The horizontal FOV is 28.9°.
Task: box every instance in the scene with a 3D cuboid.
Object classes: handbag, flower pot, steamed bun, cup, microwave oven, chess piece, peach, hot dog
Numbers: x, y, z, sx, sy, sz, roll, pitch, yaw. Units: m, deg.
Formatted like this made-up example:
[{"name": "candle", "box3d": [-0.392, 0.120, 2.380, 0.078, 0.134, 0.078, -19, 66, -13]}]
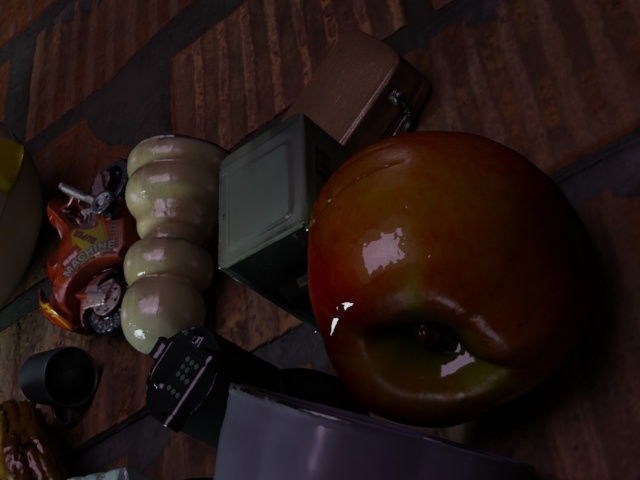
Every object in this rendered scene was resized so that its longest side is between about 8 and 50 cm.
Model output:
[{"name": "handbag", "box3d": [0.034, -0.141, 1.436, 0.193, 0.072, 0.151, -55, 37, -4]}, {"name": "flower pot", "box3d": [0.017, 0.262, 1.022, 0.265, 0.265, 0.243, 11, 81, 50]}, {"name": "steamed bun", "box3d": [-0.570, -0.018, 1.789, 0.334, 0.334, 0.374, 7, 74, 49]}, {"name": "cup", "box3d": [-0.335, 0.187, 1.584, 0.077, 0.078, 0.100, -10, 86, 48]}, {"name": "microwave oven", "box3d": [0.000, 0.000, 1.256, 0.129, 0.205, 0.163, -27, 44, 30]}, {"name": "chess piece", "box3d": [-0.181, 0.013, 1.504, 0.143, 0.143, 0.261, -19, 54, 37]}, {"name": "peach", "box3d": [0.119, 0.021, 1.111, 0.245, 0.248, 0.274, -3, 37, 7]}, {"name": "hot dog", "box3d": [-0.382, 0.301, 1.503, 0.196, 0.122, 0.272, -48, 40, 8]}]

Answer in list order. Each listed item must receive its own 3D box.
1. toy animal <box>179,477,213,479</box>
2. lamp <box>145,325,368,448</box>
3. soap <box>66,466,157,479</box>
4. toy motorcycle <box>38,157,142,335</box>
[{"name": "toy animal", "box3d": [-0.113, 0.315, 1.211, 0.179, 0.116, 0.218, -25, 40, 34]}, {"name": "lamp", "box3d": [-0.083, 0.155, 1.207, 0.147, 0.227, 0.172, -56, 38, -1]}, {"name": "soap", "box3d": [-0.227, 0.365, 1.316, 0.145, 0.091, 0.230, -19, 51, 41]}, {"name": "toy motorcycle", "box3d": [-0.304, 0.018, 1.655, 0.171, 0.089, 0.298, -35, 42, 25]}]
